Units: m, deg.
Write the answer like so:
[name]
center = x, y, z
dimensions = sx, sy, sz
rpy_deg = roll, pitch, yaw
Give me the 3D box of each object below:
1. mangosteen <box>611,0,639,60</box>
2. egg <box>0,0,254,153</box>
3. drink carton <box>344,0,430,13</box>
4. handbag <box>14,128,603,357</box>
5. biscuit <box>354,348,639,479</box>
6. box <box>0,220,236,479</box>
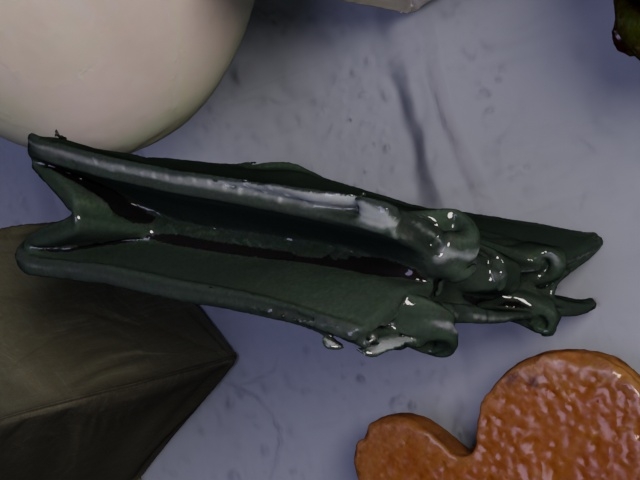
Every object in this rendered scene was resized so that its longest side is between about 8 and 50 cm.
[mangosteen]
center = 0.203, -0.152, 0.636
dimensions = 0.200, 0.200, 0.200
rpy_deg = 4, 98, 34
[egg]
center = -0.172, -0.216, 0.809
dimensions = 0.283, 0.283, 0.345
rpy_deg = -31, 86, 33
[drink carton]
center = 0.000, -0.291, 0.731
dimensions = 0.132, 0.194, 0.324
rpy_deg = -25, 81, 29
[handbag]
center = -0.001, 0.002, 0.736
dimensions = 0.260, 0.247, 0.079
rpy_deg = 12, 95, 34
[biscuit]
center = 0.096, 0.197, 0.809
dimensions = 0.205, 0.049, 0.324
rpy_deg = 40, 116, 24
[box]
center = -0.205, 0.089, 0.895
dimensions = 0.155, 0.231, 0.149
rpy_deg = 51, 120, 21
